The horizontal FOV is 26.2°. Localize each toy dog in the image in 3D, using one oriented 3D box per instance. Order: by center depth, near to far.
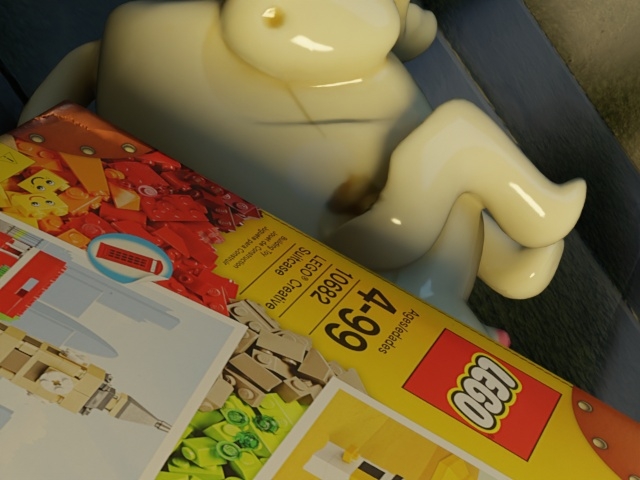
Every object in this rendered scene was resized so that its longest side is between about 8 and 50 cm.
[{"bbox_3d":[0.000,0.000,0.979,0.395,0.284,0.408,-11,74,-15],"label":"toy dog"}]

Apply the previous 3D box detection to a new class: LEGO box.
[{"bbox_3d":[-0.109,0.176,0.541,0.372,0.193,0.500,29,31,10],"label":"LEGO box"}]
